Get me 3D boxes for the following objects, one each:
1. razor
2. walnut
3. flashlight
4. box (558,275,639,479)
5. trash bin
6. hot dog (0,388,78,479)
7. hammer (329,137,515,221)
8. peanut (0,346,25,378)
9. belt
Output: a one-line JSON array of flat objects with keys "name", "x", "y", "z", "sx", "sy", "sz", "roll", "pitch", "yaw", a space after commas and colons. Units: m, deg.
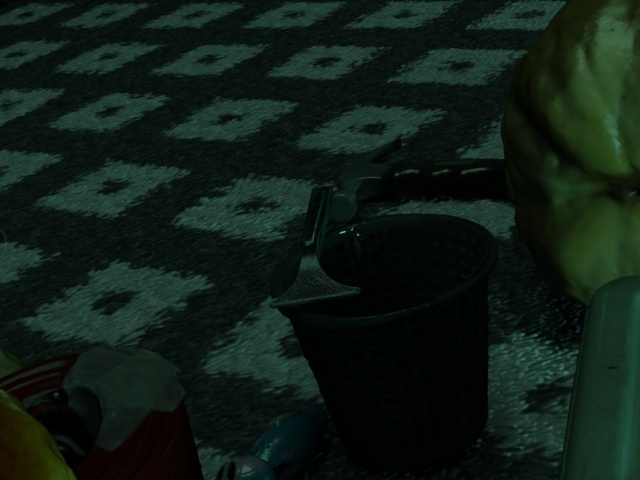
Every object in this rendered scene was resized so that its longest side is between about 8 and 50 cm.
[{"name": "razor", "x": -0.001, "y": -0.005, "z": 0.955, "sx": 0.066, "sy": 0.033, "sz": 0.190, "roll": -9, "pitch": 23, "yaw": 7}, {"name": "walnut", "x": 0.310, "y": -0.098, "z": 1.093, "sx": 0.306, "sy": 0.306, "sz": 0.344, "roll": 5, "pitch": 22, "yaw": 32}, {"name": "flashlight", "x": -0.034, "y": 0.171, "z": 0.963, "sx": 0.051, "sy": 0.051, "sz": 0.129, "roll": 4, "pitch": 22, "yaw": 30}, {"name": "box", "x": 0.218, "y": 0.154, "z": 0.719, "sx": 0.175, "sy": 0.182, "sz": 0.312, "roll": -3, "pitch": 25, "yaw": 18}, {"name": "trash bin", "x": 0.063, "y": 0.083, "z": 0.963, "sx": 0.175, "sy": 0.161, "sz": 0.175, "roll": -11, "pitch": 25, "yaw": 5}, {"name": "hot dog", "x": -0.285, "y": 0.235, "z": 0.642, "sx": 0.365, "sy": 0.367, "sz": 0.196, "roll": -2, "pitch": -18, "yaw": 4}, {"name": "hammer", "x": 0.132, "y": -0.070, "z": 1.416, "sx": 0.226, "sy": 0.041, "sz": 0.159, "roll": 0, "pitch": 28, "yaw": 25}, {"name": "peanut", "x": -0.389, "y": 0.144, "z": 1.047, "sx": 0.313, "sy": 0.149, "sz": 0.149, "roll": -11, "pitch": 23, "yaw": 18}, {"name": "belt", "x": -0.202, "y": 0.199, "z": 0.891, "sx": 0.227, "sy": 0.115, "sz": 0.324, "roll": 6, "pitch": 31, "yaw": 29}]
